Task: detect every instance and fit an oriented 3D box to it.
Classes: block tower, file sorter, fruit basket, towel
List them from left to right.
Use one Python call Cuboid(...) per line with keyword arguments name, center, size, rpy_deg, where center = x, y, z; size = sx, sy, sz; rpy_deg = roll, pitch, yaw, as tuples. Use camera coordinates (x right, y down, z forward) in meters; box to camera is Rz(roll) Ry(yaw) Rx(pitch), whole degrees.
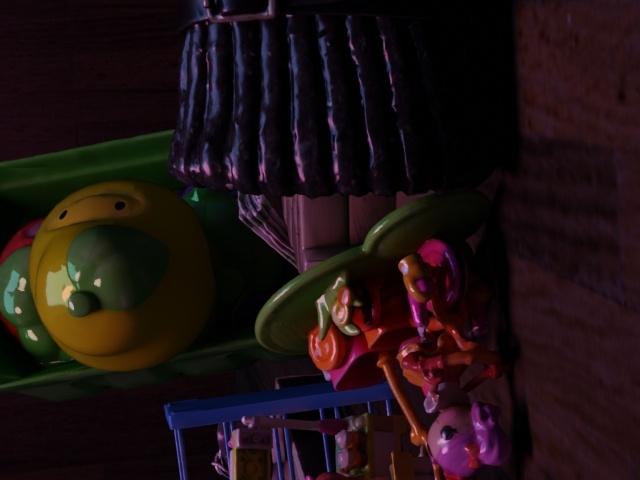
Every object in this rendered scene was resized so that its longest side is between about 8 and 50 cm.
Cuboid(name="fruit basket", center=(-0.178, 0.014, 1.664), size=(0.392, 0.392, 0.283), rpy_deg=(99, 165, -63))
Cuboid(name="file sorter", center=(-0.028, 0.168, 1.343), size=(0.118, 0.170, 0.104), rpy_deg=(164, 99, -83))
Cuboid(name="towel", center=(0.000, 0.000, 1.239), size=(0.152, 0.023, 0.113), rpy_deg=(41, -163, -22))
Cuboid(name="block tower", center=(0.009, -0.082, 1.191), size=(0.335, 0.091, 0.097), rpy_deg=(-107, 14, -60))

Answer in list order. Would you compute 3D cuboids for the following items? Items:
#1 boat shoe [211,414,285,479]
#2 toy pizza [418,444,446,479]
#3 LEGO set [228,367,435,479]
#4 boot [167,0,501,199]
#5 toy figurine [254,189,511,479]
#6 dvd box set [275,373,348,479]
Cuboid(name="boat shoe", center=(-0.071, 0.191, 1.645), size=(0.206, 0.065, 0.075), rpy_deg=(110, 156, -74))
Cuboid(name="toy pizza", center=(0.073, 0.222, 1.104), size=(0.201, 0.032, 0.201), rpy_deg=(176, 90, -83))
Cuboid(name="LEGO set", center=(0.018, 0.179, 1.017), size=(0.132, 0.107, 0.287), rpy_deg=(-56, 36, 42))
Cuboid(name="boot", center=(-0.069, -0.157, 0.916), size=(0.131, 0.348, 0.260), rpy_deg=(-26, -60, -55))
Cuboid(name="toy figurine", center=(0.061, 0.083, 0.930), size=(0.173, 0.130, 0.159), rpy_deg=(-49, 55, 46))
Cuboid(name="dvd box set", center=(0.010, 0.375, 1.618), size=(0.307, 0.062, 0.420), rpy_deg=(-113, 20, -69))
